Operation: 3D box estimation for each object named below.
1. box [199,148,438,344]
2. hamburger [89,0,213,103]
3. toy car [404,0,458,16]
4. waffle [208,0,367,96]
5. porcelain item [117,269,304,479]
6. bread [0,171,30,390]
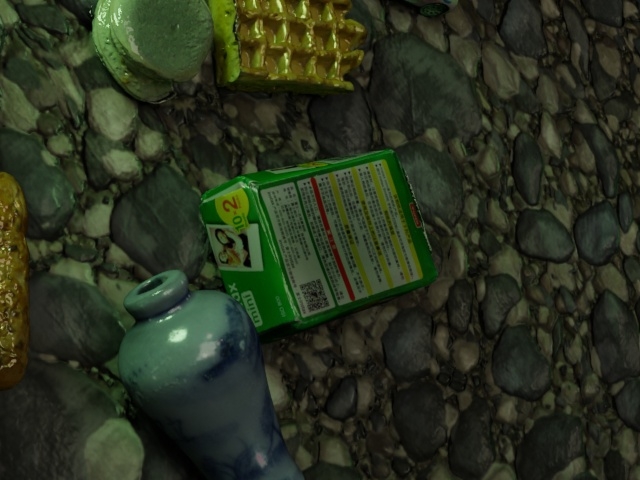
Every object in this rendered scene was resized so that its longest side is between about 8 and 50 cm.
[{"bbox_3d":[0.000,0.000,1.694,0.250,0.103,0.180,-15,86,-41],"label":"box"},{"bbox_3d":[-0.177,-0.222,1.640,0.133,0.062,0.140,37,53,-31],"label":"hamburger"},{"bbox_3d":[0.096,-0.350,1.911,0.224,0.076,0.090,14,65,-37],"label":"toy car"},{"bbox_3d":[-0.031,-0.247,1.778,0.211,0.055,0.160,0,77,-40],"label":"waffle"},{"bbox_3d":[-0.109,0.153,1.533,0.141,0.141,0.259,-40,112,-41],"label":"porcelain item"},{"bbox_3d":[-0.323,0.036,1.416,0.114,0.083,0.211,5,71,-36],"label":"bread"}]
